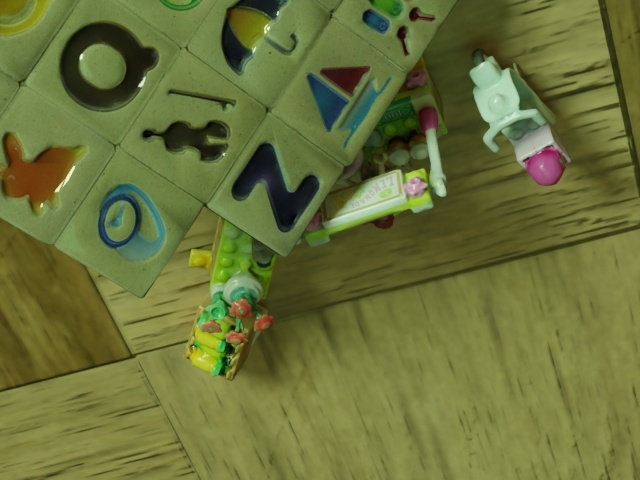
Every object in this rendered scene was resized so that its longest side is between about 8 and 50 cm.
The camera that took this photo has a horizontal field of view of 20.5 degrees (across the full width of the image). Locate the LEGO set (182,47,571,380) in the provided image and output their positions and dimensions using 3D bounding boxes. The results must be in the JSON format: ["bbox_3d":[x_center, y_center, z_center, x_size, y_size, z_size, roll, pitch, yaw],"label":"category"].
[{"bbox_3d":[0.000,0.000,0.997,0.287,0.107,0.132,-37,126,25],"label":"LEGO set"}]

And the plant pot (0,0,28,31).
[{"bbox_3d":[-0.197,-0.120,0.866,0.237,0.109,0.237,-3,134,-3],"label":"plant pot"}]

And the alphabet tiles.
[{"bbox_3d":[-0.092,-0.144,0.817,0.342,0.011,0.285,34,88,-31],"label":"alphabet tiles"}]
